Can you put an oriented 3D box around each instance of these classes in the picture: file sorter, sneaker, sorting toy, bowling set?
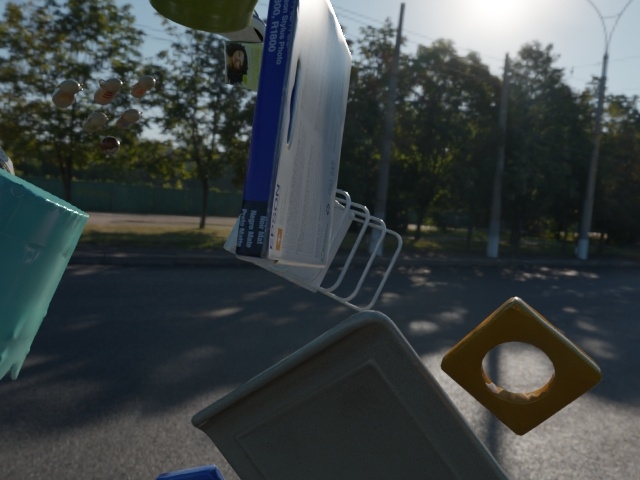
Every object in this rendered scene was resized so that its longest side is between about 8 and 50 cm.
[{"bbox_3d":[0.000,0.000,1.083,0.173,0.193,0.277,22,-6,42],"label":"file sorter"},{"bbox_3d":[-0.240,-0.729,1.696,0.322,0.236,0.130,25,-15,30],"label":"sneaker"},{"bbox_3d":[0.031,0.155,0.395,0.347,0.196,0.047,-36,5,28],"label":"sorting toy"},{"bbox_3d":[-0.572,-0.349,1.567,0.287,0.200,0.154,-21,8,-33],"label":"bowling set"}]

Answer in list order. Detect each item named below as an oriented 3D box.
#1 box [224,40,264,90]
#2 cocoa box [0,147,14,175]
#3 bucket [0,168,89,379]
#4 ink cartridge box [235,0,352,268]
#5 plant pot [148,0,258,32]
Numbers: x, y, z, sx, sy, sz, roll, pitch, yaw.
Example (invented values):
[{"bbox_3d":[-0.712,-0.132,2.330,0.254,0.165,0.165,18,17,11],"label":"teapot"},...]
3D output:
[{"bbox_3d":[-0.105,-0.320,1.040,0.058,0.087,0.232,-12,24,-33],"label":"box"},{"bbox_3d":[-0.803,-0.142,1.148,0.231,0.228,0.347,-20,-27,-12],"label":"cocoa box"},{"bbox_3d":[-0.377,-0.002,0.535,0.281,0.183,0.281,27,-7,4],"label":"bucket"},{"bbox_3d":[-0.022,-0.089,0.465,0.045,0.223,0.224,6,-3,11],"label":"ink cartridge box"},{"bbox_3d":[-0.229,-0.653,1.193,0.366,0.353,0.366,12,41,-11],"label":"plant pot"}]
